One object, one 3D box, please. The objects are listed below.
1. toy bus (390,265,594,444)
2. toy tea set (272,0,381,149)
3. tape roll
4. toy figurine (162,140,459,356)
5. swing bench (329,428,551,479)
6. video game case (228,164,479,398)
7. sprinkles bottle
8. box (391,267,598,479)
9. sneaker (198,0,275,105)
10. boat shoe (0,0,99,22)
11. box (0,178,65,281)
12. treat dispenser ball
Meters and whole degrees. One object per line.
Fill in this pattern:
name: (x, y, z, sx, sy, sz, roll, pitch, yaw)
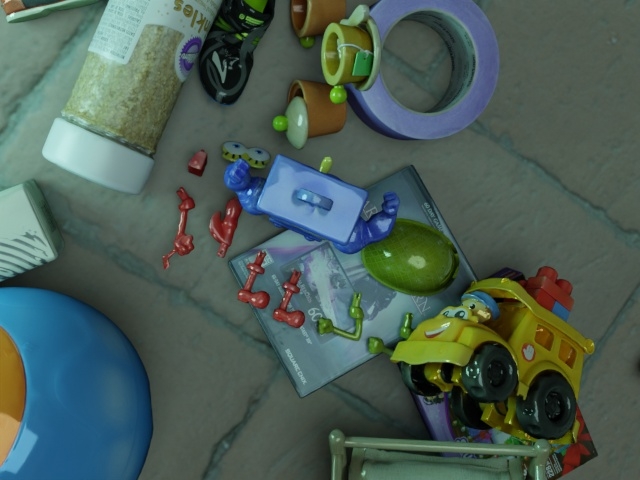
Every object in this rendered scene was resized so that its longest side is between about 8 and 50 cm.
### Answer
toy bus: (0.224, 0.118, 0.973, 0.220, 0.149, 0.211, 33, 71, -24)
toy tea set: (-0.018, -0.270, 0.918, 0.124, 0.200, 0.336, -5, 103, -21)
tape roll: (0.124, -0.222, 1.013, 0.189, 0.080, 0.189, -1, 96, -12)
toy figurine: (0.000, 0.000, 0.901, 0.362, 0.217, 0.191, 25, 79, -3)
swing bench: (0.138, 0.346, 0.981, 0.253, 0.255, 0.165, 2, 63, 6)
video game case: (0.048, 0.049, 1.028, 0.274, 0.026, 0.196, -28, 84, -7)
sprinkles bottle: (-0.195, -0.234, 0.919, 0.121, 0.121, 0.355, 23, 91, -14)
box: (0.236, 0.212, 1.097, 0.201, 0.057, 0.293, -27, 101, -8)
sneaker: (-0.098, -0.256, 0.960, 0.067, 0.078, 0.188, 19, 93, -14)
boat shoe: (-0.303, -0.289, 0.928, 0.137, 0.049, 0.043, -16, 97, -6)
box: (-0.439, 0.024, 0.901, 0.275, 0.113, 0.094, -23, 102, -8)
treat dispenser ball: (-0.325, 0.193, 0.854, 0.288, 0.288, 0.288, -1, 97, -12)
